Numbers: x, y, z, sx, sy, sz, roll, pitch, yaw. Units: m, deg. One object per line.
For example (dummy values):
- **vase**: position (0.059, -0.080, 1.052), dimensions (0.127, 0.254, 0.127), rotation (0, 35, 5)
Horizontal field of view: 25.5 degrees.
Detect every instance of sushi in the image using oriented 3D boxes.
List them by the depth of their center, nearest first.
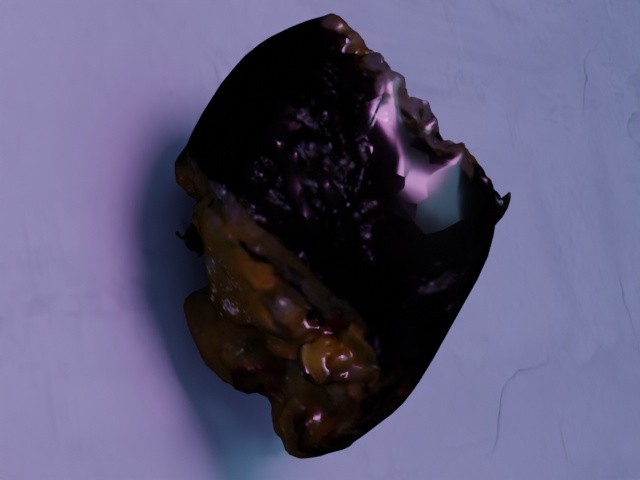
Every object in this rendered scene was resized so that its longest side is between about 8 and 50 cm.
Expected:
- **sushi**: position (0.002, 0.002, 0.849), dimensions (0.213, 0.204, 0.200), rotation (47, 1, 13)
